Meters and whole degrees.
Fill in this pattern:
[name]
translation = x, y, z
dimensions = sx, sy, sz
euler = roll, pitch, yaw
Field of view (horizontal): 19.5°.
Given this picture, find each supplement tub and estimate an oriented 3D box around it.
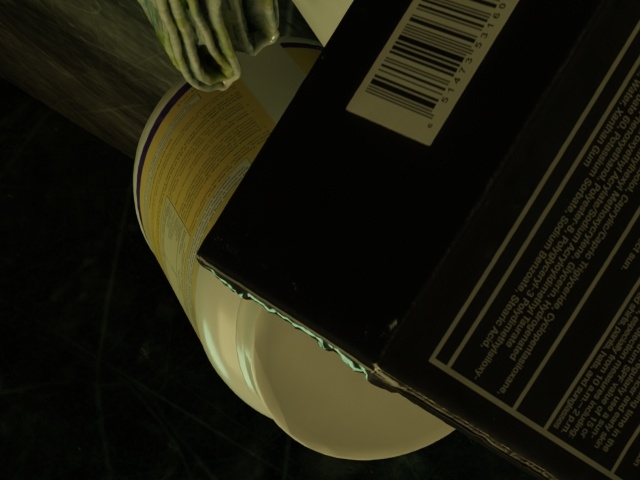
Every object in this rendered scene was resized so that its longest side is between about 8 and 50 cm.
[supplement tub]
translation = 0.000, 0.000, 1.449
dimensions = 0.241, 0.241, 0.331
euler = 40, -173, -30

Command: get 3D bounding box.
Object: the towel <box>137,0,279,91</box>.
[towel]
translation = -0.145, -0.288, 1.134
dimensions = 0.374, 0.090, 0.320
euler = 59, 173, 10

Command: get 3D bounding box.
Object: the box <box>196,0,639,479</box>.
[box]
translation = 0.147, -0.025, 0.978
dimensions = 0.294, 0.296, 0.183
euler = 34, 177, -37

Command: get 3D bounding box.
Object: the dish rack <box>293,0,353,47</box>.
[dish rack]
translation = 0.010, -0.184, 1.202
dimensions = 0.333, 0.072, 0.285
euler = 56, 173, 0
